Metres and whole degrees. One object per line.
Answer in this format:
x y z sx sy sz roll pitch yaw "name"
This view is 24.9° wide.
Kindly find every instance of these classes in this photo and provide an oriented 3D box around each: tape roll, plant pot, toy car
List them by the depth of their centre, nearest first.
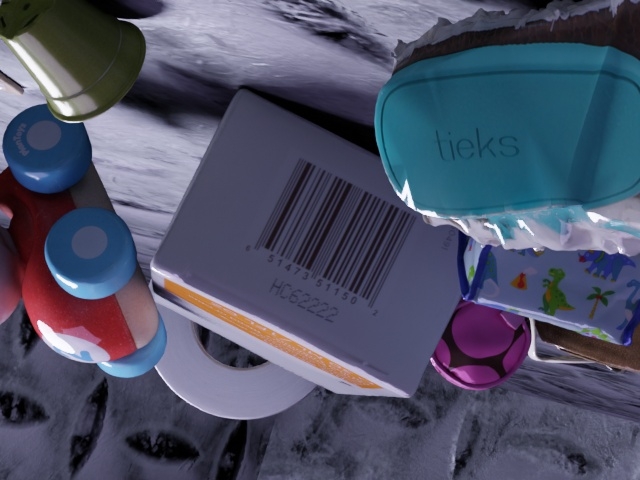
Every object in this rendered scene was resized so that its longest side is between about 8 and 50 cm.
-0.173 -0.134 0.962 0.083 0.083 0.079 11 158 39 "plant pot"
-0.279 0.037 1.268 0.238 0.210 0.219 -23 155 -8 "toy car"
-0.084 0.088 1.607 0.219 0.219 0.072 17 173 2 "tape roll"

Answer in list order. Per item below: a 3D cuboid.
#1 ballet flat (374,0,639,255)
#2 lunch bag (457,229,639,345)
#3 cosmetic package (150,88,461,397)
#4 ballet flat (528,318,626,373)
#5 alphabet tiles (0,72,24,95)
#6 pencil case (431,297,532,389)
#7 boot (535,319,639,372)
0.184 -0.059 0.607 0.147 0.147 0.409 22 174 -35 "ballet flat"
0.169 -0.006 1.045 0.129 0.096 0.151 18 -158 -6 "lunch bag"
-0.020 0.023 1.307 0.230 0.161 0.453 27 173 -2 "cosmetic package"
0.214 0.069 1.480 0.280 0.096 0.095 19 173 -13 "ballet flat"
-0.415 -0.189 1.325 0.237 0.009 0.198 14 173 15 "alphabet tiles"
0.146 0.056 1.280 0.095 0.098 0.209 57 -165 -11 "pencil case"
0.315 0.064 1.155 0.305 0.115 0.112 10 168 33 "boot"
